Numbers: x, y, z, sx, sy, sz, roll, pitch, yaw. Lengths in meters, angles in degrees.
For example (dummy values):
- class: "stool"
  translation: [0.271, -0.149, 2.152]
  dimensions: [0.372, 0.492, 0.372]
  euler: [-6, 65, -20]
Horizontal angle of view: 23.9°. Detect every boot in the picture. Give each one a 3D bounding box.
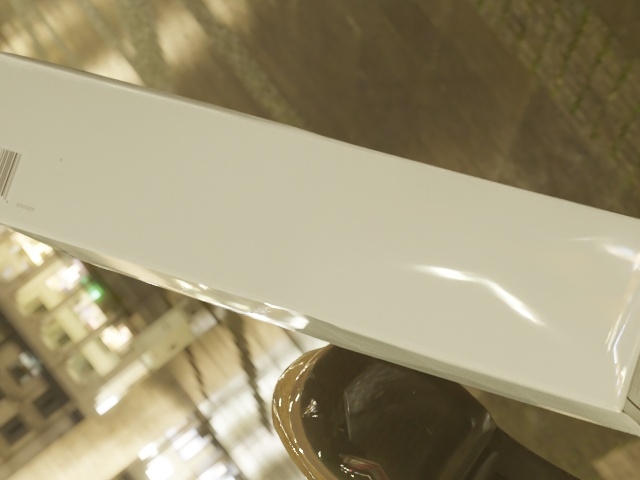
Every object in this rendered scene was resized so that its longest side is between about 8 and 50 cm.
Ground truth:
- class: "boot"
  translation: [0.092, 0.170, 0.828]
  dimensions: [0.305, 0.112, 0.115]
  euler: [47, 160, -7]

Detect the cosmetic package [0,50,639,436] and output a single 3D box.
- class: "cosmetic package"
  translation: [0.000, 0.000, 0.505]
  dimensions: [0.239, 0.060, 0.099]
  euler: [16, 172, 21]
